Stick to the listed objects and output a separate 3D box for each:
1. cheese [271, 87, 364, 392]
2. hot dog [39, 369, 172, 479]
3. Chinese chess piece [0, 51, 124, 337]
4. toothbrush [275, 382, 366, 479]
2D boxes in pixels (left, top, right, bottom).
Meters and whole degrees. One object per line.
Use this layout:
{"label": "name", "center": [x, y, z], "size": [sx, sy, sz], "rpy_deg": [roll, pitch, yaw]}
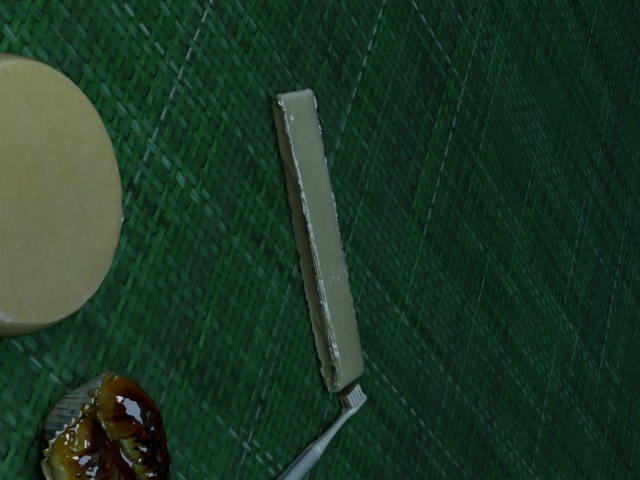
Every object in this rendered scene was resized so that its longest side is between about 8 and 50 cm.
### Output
{"label": "cheese", "center": [-0.003, 0.001, 1.856], "size": [0.085, 0.034, 0.400], "rpy_deg": [-23, 104, -52]}
{"label": "hot dog", "center": [-0.203, 0.270, 1.443], "size": [0.162, 0.081, 0.270], "rpy_deg": [-36, 116, -53]}
{"label": "Chinese chess piece", "center": [-0.300, -0.043, 1.319], "size": [0.273, 0.102, 0.273], "rpy_deg": [10, 79, -57]}
{"label": "toothbrush", "center": [-0.021, 0.277, 1.784], "size": [0.342, 0.025, 0.030], "rpy_deg": [-45, 116, -52]}
